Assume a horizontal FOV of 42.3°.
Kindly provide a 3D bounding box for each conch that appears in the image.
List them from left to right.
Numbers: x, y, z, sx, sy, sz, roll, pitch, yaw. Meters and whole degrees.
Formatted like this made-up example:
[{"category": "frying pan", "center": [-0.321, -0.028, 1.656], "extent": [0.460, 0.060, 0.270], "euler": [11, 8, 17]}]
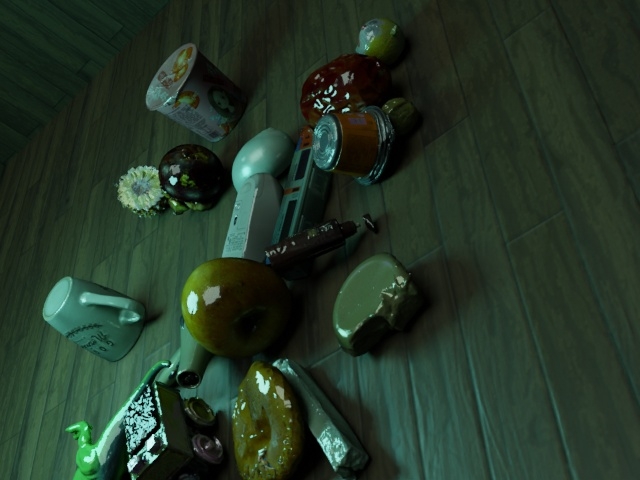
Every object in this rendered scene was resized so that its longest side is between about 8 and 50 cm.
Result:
[{"category": "conch", "center": [-0.161, -0.206, 2.191], "extent": [0.221, 0.121, 0.185], "euler": [-41, 6, 28]}]

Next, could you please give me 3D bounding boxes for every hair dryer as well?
[{"category": "hair dryer", "center": [-0.312, 0.286, 1.913], "extent": [0.298, 0.119, 0.296], "euler": [-60, 12, 6]}]

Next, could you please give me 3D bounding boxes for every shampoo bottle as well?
[{"category": "shampoo bottle", "center": [0.000, 0.001, 1.769], "extent": [0.236, 0.067, 0.068], "euler": [-23, 74, 1]}]

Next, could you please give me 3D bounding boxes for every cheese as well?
[{"category": "cheese", "center": [0.102, 0.126, 1.576], "extent": [0.202, 0.091, 0.175], "euler": [-53, 34, 6]}]

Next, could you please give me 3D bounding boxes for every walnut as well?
[{"category": "walnut", "center": [0.173, -0.275, 1.844], "extent": [0.092, 0.092, 0.092], "euler": [-32, 40, 31]}]

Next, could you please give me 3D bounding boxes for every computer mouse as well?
[{"category": "computer mouse", "center": [-0.151, -0.015, 1.992], "extent": [0.184, 0.121, 0.296], "euler": [-14, 65, 61]}]

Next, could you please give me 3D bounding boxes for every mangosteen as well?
[{"category": "mangosteen", "center": [-0.375, -0.165, 2.370], "extent": [0.192, 0.192, 0.217], "euler": [-110, 30, -51]}]

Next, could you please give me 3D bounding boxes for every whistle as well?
[{"category": "whistle", "center": [0.124, -0.480, 2.062], "extent": [0.223, 0.123, 0.122], "euler": [-28, 40, 57]}]

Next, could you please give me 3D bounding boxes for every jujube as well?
[{"category": "jujube", "center": [0.060, -0.352, 1.975], "extent": [0.250, 0.174, 0.174], "euler": [-22, 45, 48]}]

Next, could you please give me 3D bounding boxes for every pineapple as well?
[{"category": "pineapple", "center": [-0.543, -0.137, 2.589], "extent": [0.176, 0.137, 0.161], "euler": [30, 71, 18]}]

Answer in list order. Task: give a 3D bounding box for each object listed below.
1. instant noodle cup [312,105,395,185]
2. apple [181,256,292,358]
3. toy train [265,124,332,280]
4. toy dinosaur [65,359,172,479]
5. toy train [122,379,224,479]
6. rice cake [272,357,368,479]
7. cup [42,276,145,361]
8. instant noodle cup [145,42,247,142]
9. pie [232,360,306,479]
[{"category": "instant noodle cup", "center": [0.059, -0.213, 1.831], "extent": [0.208, 0.126, 0.177], "euler": [-44, 51, 54]}, {"category": "apple", "center": [-0.187, 0.137, 1.800], "extent": [0.237, 0.237, 0.207], "euler": [-53, 34, 3]}, {"category": "toy train", "center": [-0.034, -0.102, 1.945], "extent": [0.089, 0.086, 0.409], "euler": [-12, 52, 37]}, {"category": "toy dinosaur", "center": [-0.488, 0.528, 1.887], "extent": [0.500, 0.144, 0.374], "euler": [-46, 34, 37]}, {"category": "toy train", "center": [-0.313, 0.421, 1.759], "extent": [0.134, 0.177, 0.261], "euler": [-47, 33, 13]}, {"category": "rice cake", "center": [-0.008, 0.323, 1.563], "extent": [0.063, 0.066, 0.336], "euler": [-52, 32, 6]}, {"category": "cup", "center": [-0.607, 0.197, 2.276], "extent": [0.258, 0.234, 0.186], "euler": [-22, 46, 37]}, {"category": "instant noodle cup", "center": [-0.370, -0.440, 2.530], "extent": [0.243, 0.231, 0.242], "euler": [-32, 40, 32]}, {"category": "pie", "center": [-0.108, 0.359, 1.606], "extent": [0.273, 0.069, 0.273], "euler": [-16, 73, 63]}]
